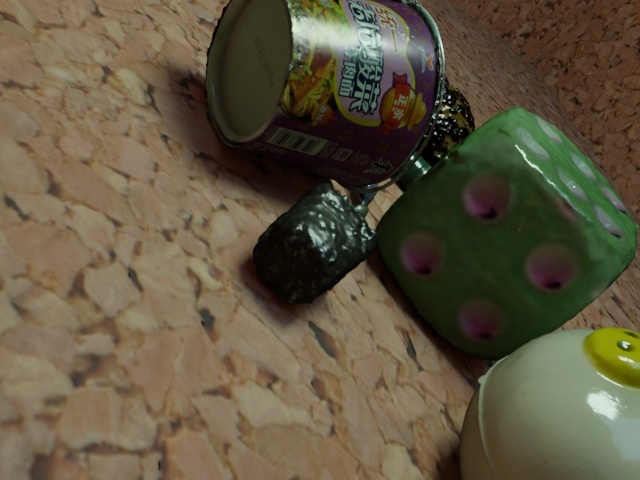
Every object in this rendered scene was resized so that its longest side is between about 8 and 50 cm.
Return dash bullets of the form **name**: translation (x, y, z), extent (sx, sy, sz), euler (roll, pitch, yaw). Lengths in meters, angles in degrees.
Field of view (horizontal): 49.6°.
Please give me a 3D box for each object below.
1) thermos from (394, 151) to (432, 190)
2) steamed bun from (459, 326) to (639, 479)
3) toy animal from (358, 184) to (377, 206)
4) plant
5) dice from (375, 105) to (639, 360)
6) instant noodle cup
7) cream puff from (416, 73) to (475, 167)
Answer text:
- **thermos**: translation (0.155, -0.190, 1.449), extent (0.187, 0.073, 0.083), euler (48, 43, 2)
- **steamed bun**: translation (0.345, 0.278, 0.888), extent (0.334, 0.334, 0.374), euler (52, 35, 10)
- **toy animal**: translation (0.088, -0.209, 1.326), extent (0.206, 0.081, 0.366), euler (28, 55, -68)
- **plant**: translation (0.000, 0.000, 0.961), extent (0.129, 0.132, 0.194), euler (49, 34, -1)
- **dice**: translation (0.315, -0.016, 1.186), extent (0.322, 0.330, 0.318), euler (48, 28, 6)
- **instant noodle cup**: translation (-0.013, -0.256, 1.099), extent (0.266, 0.340, 0.339), euler (5, 49, -36)
- **cream puff**: translation (0.256, -0.286, 1.607), extent (0.239, 0.165, 0.239), euler (35, 30, -24)
